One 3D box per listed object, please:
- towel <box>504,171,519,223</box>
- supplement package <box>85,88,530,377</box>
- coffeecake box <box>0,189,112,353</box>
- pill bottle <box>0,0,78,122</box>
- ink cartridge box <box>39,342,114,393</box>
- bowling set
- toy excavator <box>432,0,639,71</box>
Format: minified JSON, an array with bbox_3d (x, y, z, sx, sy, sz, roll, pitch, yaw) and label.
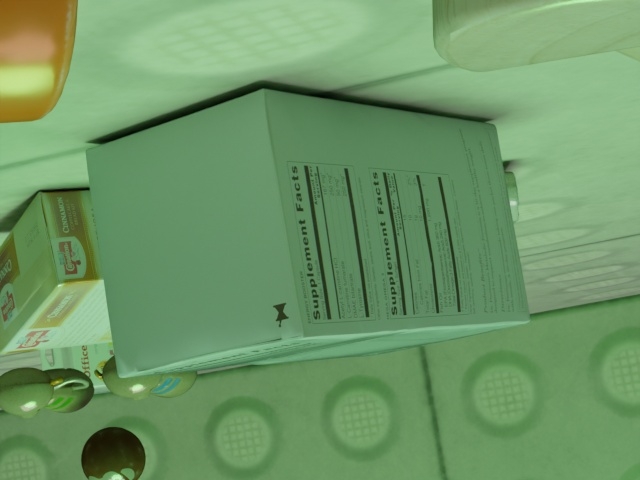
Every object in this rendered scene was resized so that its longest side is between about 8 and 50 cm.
[{"bbox_3d":[0.058,-0.003,1.239,0.187,0.049,0.282,-10,172,-1],"label":"towel"},{"bbox_3d":[0.000,0.000,0.883,0.139,0.133,0.244,-15,171,34],"label":"supplement package"},{"bbox_3d":[-0.122,0.018,1.033,0.186,0.068,0.142,-5,161,-30],"label":"coffeecake box"},{"bbox_3d":[-0.175,-0.059,0.291,0.246,0.130,0.130,-6,171,-23],"label":"pill bottle"},{"bbox_3d":[-0.220,0.111,1.557,0.143,0.092,0.090,-6,171,-24],"label":"ink cartridge box"},{"bbox_3d":[-0.177,0.100,1.198,0.287,0.199,0.154,-15,170,11],"label":"bowling set"},{"bbox_3d":[0.290,-0.071,0.562,0.445,0.222,0.433,-2,172,14],"label":"toy excavator"}]
